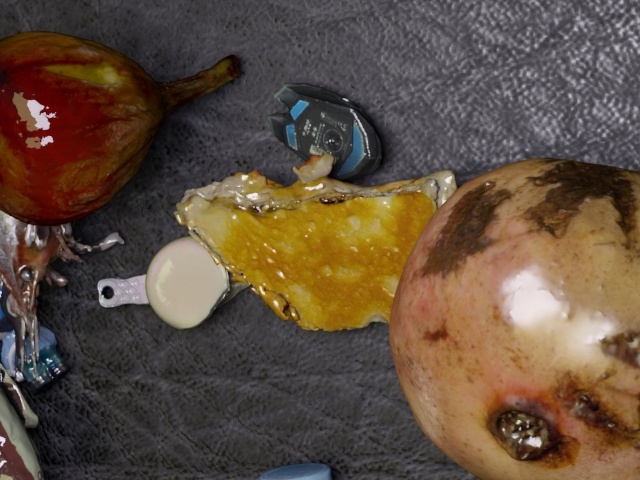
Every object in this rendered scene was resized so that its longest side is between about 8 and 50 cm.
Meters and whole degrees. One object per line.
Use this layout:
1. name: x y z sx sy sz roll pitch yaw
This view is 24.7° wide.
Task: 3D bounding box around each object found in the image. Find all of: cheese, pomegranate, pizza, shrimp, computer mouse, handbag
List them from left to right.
1. handbag: -0.372 0.202 1.560 0.127 0.213 0.235 -33 84 -19
2. shrimp: -0.293 -0.020 1.527 0.116 0.145 0.343 2 91 34
3. cheese: -0.153 0.052 1.525 0.171 0.047 0.092 -27 83 21
4. pizza: 0.000 0.000 1.434 0.297 0.071 0.189 0 121 19
5. computer mouse: 0.009 -0.109 1.446 0.135 0.047 0.079 28 116 24
6. pomegranate: 0.218 0.082 1.258 0.322 0.322 0.322 2 96 21

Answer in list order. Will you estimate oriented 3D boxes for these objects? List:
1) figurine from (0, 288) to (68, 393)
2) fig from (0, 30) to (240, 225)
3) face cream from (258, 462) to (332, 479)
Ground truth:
1. figurine: -0.331 0.098 1.586 0.077 0.079 0.136 -34 75 -21
2. fig: -0.215 -0.146 1.397 0.290 0.190 0.190 -39 79 -16
3. face cream: -0.009 0.356 1.483 0.077 0.077 0.250 -8 93 22
